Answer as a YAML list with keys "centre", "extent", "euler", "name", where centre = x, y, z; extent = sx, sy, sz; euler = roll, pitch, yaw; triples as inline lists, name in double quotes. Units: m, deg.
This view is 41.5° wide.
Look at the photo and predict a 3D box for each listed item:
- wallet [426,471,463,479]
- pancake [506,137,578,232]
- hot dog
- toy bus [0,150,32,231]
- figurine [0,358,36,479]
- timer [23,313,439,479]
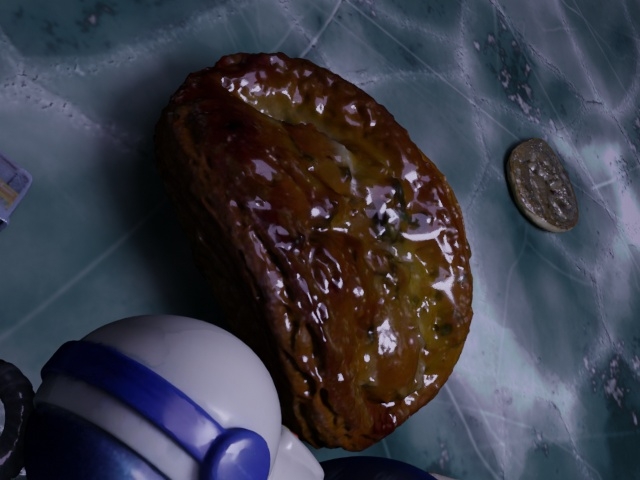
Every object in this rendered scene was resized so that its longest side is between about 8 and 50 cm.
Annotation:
- centre: [0.105, 0.385, 0.807]
  extent: [0.335, 0.068, 0.274]
  euler: [-19, 90, -52]
  name: "wallet"
- centre: [0.325, -0.078, 1.228]
  extent: [0.158, 0.028, 0.158]
  euler: [21, 57, -35]
  name: "pancake"
- centre: [0.000, 0.000, 0.788]
  extent: [0.267, 0.174, 0.387]
  euler: [-28, 94, -43]
  name: "hot dog"
- centre: [-0.306, -0.075, 0.616]
  extent: [0.190, 0.064, 0.075]
  euler: [43, 43, -21]
  name: "toy bus"
- centre: [-0.292, 0.236, 0.398]
  extent: [0.381, 0.261, 0.186]
  euler: [-83, 165, -51]
  name: "figurine"
- centre: [-0.036, 0.196, 0.523]
  extent: [0.383, 0.271, 0.270]
  euler: [57, 43, -31]
  name: "timer"
